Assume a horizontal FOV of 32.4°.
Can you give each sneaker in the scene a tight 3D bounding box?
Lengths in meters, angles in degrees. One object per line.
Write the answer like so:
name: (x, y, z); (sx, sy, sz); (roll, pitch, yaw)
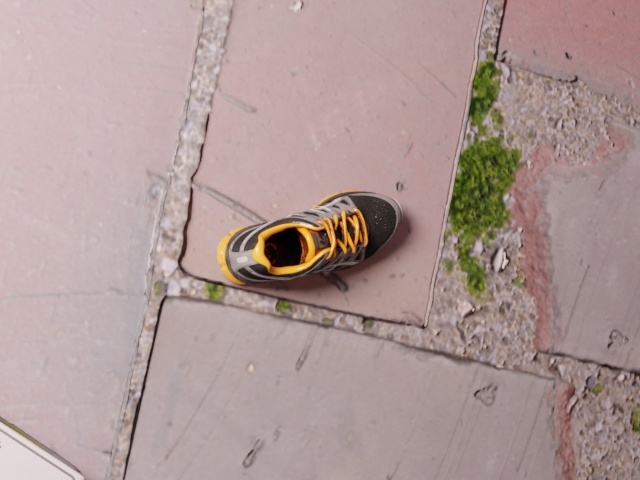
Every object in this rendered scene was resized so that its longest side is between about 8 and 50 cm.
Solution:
sneaker: (0.000, 0.000, 1.181); (0.214, 0.083, 0.084); (-20, 94, -23)

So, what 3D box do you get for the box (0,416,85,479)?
box: (-0.374, 0.289, 1.015); (0.169, 0.087, 0.290); (40, 75, -17)
